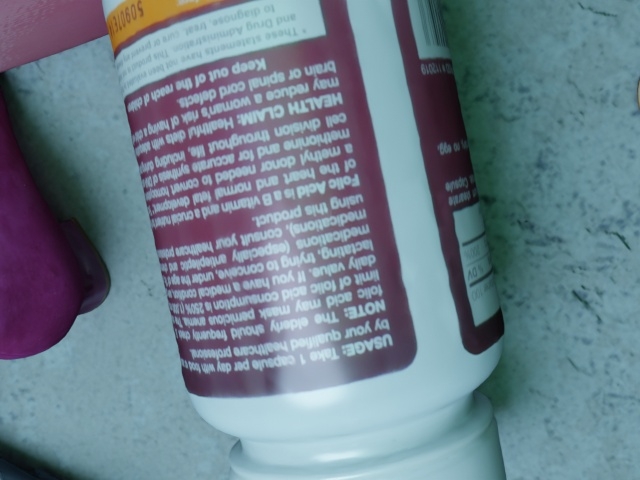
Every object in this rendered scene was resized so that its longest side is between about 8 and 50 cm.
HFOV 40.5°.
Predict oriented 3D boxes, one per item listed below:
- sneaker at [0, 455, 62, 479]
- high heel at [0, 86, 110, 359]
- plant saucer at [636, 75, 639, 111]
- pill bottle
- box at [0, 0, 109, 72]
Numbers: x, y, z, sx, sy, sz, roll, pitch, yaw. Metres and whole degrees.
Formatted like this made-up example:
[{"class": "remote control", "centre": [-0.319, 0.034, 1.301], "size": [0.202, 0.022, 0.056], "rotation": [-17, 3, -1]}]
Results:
[{"class": "sneaker", "centre": [-0.270, 0.242, 0.703], "size": [0.321, 0.127, 0.126], "rotation": [30, 100, 27]}, {"class": "high heel", "centre": [-0.301, -0.080, 0.635], "size": [0.127, 0.181, 0.377], "rotation": [-42, 91, 8]}, {"class": "plant saucer", "centre": [0.285, -0.114, 0.665], "size": [0.083, 0.013, 0.084], "rotation": [1, 96, 6]}, {"class": "pill bottle", "centre": [0.000, 0.000, 0.597], "size": [0.223, 0.224, 0.393], "rotation": [-11, 94, 6]}, {"class": "box", "centre": [-0.205, -0.222, 0.576], "size": [0.126, 0.232, 0.149], "rotation": [-25, 93, -16]}]
